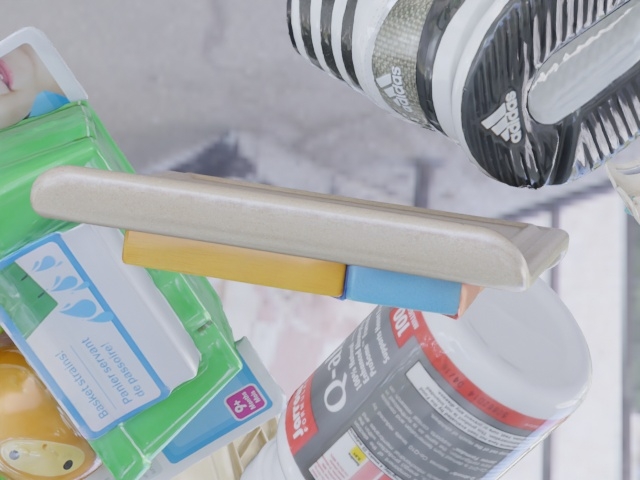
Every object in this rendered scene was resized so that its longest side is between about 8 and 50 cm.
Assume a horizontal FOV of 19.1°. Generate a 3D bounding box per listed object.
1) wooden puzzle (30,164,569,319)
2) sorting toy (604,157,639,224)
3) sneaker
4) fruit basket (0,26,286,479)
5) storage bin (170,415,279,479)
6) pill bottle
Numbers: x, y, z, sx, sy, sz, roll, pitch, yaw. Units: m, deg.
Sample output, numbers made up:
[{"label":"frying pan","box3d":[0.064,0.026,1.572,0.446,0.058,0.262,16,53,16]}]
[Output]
[{"label":"wooden puzzle","box3d":[0.000,0.000,0.913,0.221,0.044,0.239,9,-178,11]},{"label":"sorting toy","box3d":[0.260,-0.046,1.481,0.083,0.075,0.045,-19,133,-13]},{"label":"sneaker","box3d":[0.168,-0.206,1.093,0.257,0.447,0.169,30,140,43]},{"label":"fruit basket","box3d":[-0.240,0.085,1.203,0.353,0.165,0.327,-33,116,-4]},{"label":"storage bin","box3d":[-0.204,0.228,2.138,0.262,0.123,0.260,-14,-170,14]},{"label":"pill bottle","box3d":[0.085,0.186,1.924,0.210,0.210,0.363,20,128,-31]}]
